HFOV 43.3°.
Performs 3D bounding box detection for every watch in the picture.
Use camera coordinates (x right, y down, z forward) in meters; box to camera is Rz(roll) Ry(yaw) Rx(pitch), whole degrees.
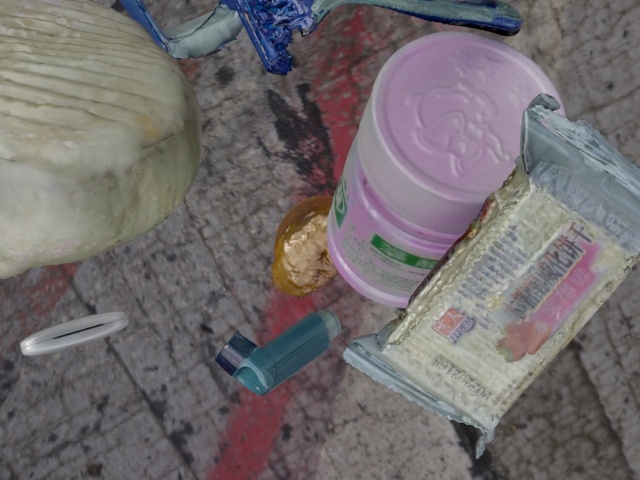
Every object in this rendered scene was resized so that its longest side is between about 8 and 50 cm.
[{"bbox_3d":[-0.224,-0.381,1.106,0.276,0.068,0.274,-24,127,-33],"label":"watch"}]

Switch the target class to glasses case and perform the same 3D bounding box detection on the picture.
[{"bbox_3d":[-0.445,0.169,1.466,0.194,0.074,0.049,-16,84,-28],"label":"glasses case"}]

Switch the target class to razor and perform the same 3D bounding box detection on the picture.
[{"bbox_3d":[0.079,-0.211,0.742,0.324,0.056,0.093,-11,66,-32],"label":"razor"}]

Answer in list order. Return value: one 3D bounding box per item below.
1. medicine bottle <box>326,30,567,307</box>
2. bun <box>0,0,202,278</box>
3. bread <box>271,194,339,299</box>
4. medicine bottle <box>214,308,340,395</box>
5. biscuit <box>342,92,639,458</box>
[{"bbox_3d":[0.130,-0.064,0.948,0.212,0.325,0.211,3,67,-8],"label":"medicine bottle"},{"bbox_3d":[-0.200,-0.066,0.554,0.239,0.239,0.141,-5,134,-16],"label":"bun"},{"bbox_3d":[0.000,-0.008,1.513,0.260,0.129,0.134,-29,132,12],"label":"bread"},{"bbox_3d":[-0.073,0.201,1.551,0.258,0.079,0.124,-27,72,-41],"label":"medicine bottle"},{"bbox_3d":[0.176,0.039,0.744,0.186,0.079,0.309,36,109,-5],"label":"biscuit"}]
